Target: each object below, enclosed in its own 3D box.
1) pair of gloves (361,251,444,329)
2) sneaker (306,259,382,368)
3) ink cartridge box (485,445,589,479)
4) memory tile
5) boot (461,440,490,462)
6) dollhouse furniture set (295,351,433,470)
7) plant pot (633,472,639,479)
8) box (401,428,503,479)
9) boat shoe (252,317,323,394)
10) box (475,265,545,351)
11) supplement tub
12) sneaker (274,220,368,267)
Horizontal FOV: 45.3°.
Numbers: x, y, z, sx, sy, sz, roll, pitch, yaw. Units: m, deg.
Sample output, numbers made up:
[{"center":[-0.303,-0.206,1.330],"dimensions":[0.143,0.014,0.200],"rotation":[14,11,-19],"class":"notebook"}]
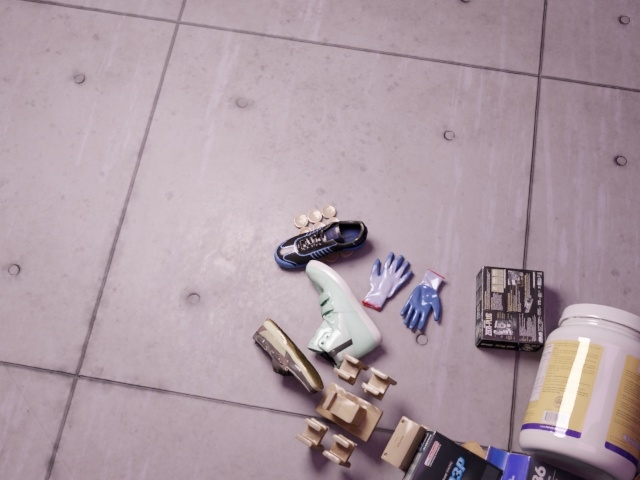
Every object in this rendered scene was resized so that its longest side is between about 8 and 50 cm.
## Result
[{"center":[0.204,0.122,1.836],"dimensions":[0.198,0.023,0.159],"rotation":[27,73,10],"class":"pair of gloves"},{"center":[0.011,0.173,1.771],"dimensions":[0.151,0.094,0.256],"rotation":[-33,75,-18],"class":"sneaker"},{"center":[0.492,0.565,1.609],"dimensions":[0.333,0.065,0.165],"rotation":[22,71,-5],"class":"ink cartridge box"},{"center":[0.005,-0.011,1.890],"dimensions":[0.113,0.012,0.148],"rotation":[-20,71,-8],"class":"memory tile"},{"center":[0.275,0.591,1.622],"dimensions":[0.270,0.089,0.236],"rotation":[-25,78,-14],"class":"boot"},{"center":[0.112,0.401,1.676],"dimensions":[0.242,0.161,0.212],"rotation":[25,81,29],"class":"dollhouse furniture set"},{"center":[0.725,0.592,1.619],"dimensions":[0.236,0.032,0.236],"rotation":[5,76,-21],"class":"plant pot"},{"center":[0.248,0.523,1.556],"dimensions":[0.175,0.051,0.220],"rotation":[32,75,-6],"class":"box"},{"center":[-0.077,0.273,1.737],"dimensions":[0.073,0.080,0.223],"rotation":[-44,56,2],"class":"boat shoe"},{"center":[0.442,0.161,1.792],"dimensions":[0.147,0.077,0.180],"rotation":[4,69,1],"class":"box"},{"center":[0.581,0.327,1.643],"dimensions":[0.241,0.241,0.331],"rotation":[20,70,7],"class":"supplement tub"},{"center":[0.000,0.000,1.829],"dimensions":[0.232,0.090,0.081],"rotation":[-17,70,-7],"class":"sneaker"}]
